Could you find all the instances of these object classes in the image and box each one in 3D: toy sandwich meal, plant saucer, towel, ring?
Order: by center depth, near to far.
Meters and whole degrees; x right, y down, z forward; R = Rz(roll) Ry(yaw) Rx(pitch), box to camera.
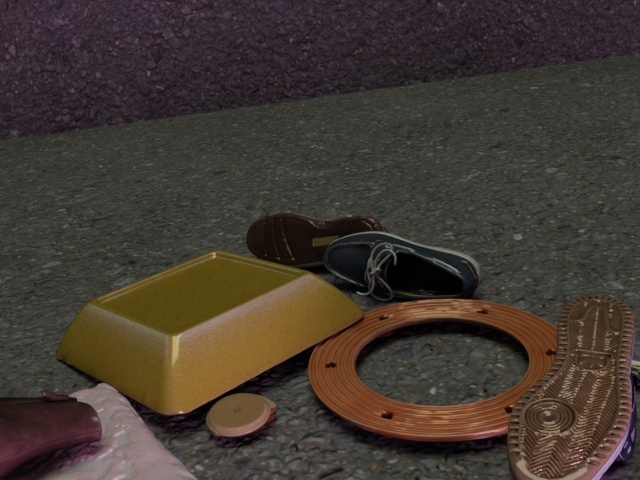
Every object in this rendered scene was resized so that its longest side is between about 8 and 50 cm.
[{"bbox_3d":[-0.303,0.275,0.855,0.317,0.053,0.332,-18,26,-29],"label":"towel"},{"bbox_3d":[-0.095,0.212,0.990,0.086,0.029,0.085,-6,26,3],"label":"toy sandwich meal"},{"bbox_3d":[0.153,0.160,1.052,0.337,0.032,0.336,-6,22,2],"label":"ring"},{"bbox_3d":[-0.167,0.101,1.175,0.333,0.080,0.333,-24,22,-37],"label":"plant saucer"}]

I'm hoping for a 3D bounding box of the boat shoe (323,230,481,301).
[{"bbox_3d":[0.114,0.047,1.268,0.255,0.095,0.079,14,17,22],"label":"boat shoe"}]

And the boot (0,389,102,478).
[{"bbox_3d":[-0.384,0.206,0.908,0.207,0.090,0.248,-5,9,-44],"label":"boot"}]

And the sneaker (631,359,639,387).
[{"bbox_3d":[0.389,0.163,0.993,0.083,0.031,0.035,-4,35,15],"label":"sneaker"}]

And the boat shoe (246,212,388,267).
[{"bbox_3d":[-0.001,0.008,1.424,0.258,0.095,0.095,3,-10,28],"label":"boat shoe"}]

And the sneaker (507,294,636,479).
[{"bbox_3d":[0.253,0.189,0.811,0.099,0.153,0.282,8,32,26],"label":"sneaker"}]
